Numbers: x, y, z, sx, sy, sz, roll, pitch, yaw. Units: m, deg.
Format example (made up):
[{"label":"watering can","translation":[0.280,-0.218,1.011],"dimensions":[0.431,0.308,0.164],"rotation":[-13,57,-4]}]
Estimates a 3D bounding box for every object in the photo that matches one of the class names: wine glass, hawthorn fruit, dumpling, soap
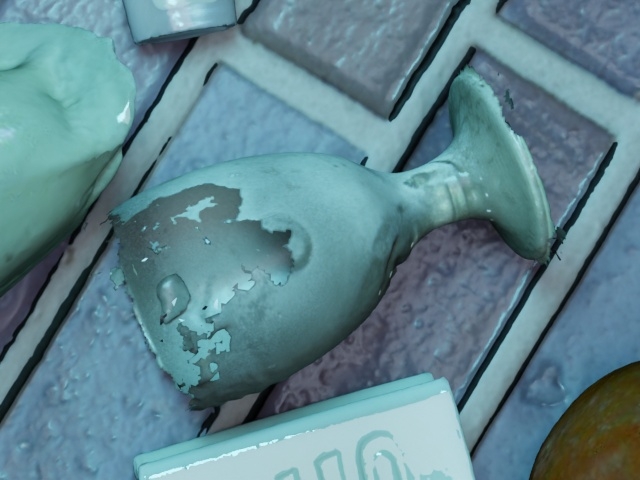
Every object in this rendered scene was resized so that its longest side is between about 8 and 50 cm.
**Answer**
[{"label":"wine glass","translation":[0.002,0.001,1.572],"dimensions":[0.357,0.190,0.190],"rotation":[-21,94,-12]},{"label":"hawthorn fruit","translation":[0.256,0.217,1.620],"dimensions":[0.251,0.199,0.199],"rotation":[-36,96,18]},{"label":"dumpling","translation":[-0.313,-0.024,1.526],"dimensions":[0.321,0.270,0.212],"rotation":[-26,118,-31]},{"label":"soap","translation":[-0.007,0.221,1.618],"dimensions":[0.265,0.087,0.160],"rotation":[-15,93,-8]}]

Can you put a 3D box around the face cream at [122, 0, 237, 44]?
[{"label":"face cream","translation":[-0.137,-0.299,1.600],"dimensions":[0.107,0.073,0.269],"rotation":[-11,91,-22]}]
